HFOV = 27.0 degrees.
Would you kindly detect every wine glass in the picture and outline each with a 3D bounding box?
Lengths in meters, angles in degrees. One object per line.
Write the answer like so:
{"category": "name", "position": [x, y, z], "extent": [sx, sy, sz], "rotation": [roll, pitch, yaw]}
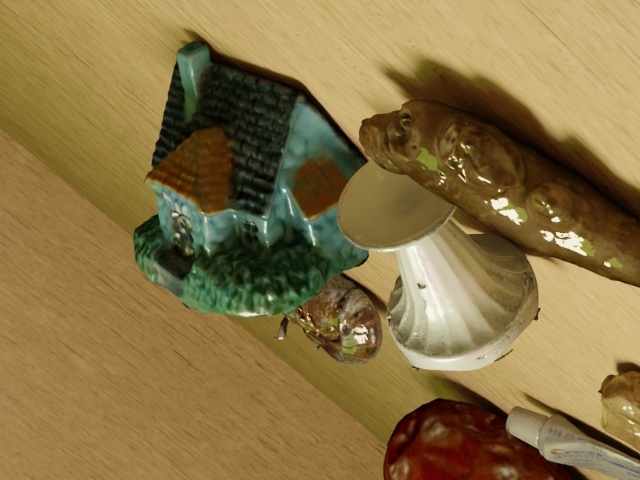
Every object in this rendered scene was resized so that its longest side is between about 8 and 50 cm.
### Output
{"category": "wine glass", "position": [0.109, 0.016, 1.308], "extent": [0.165, 0.165, 0.196], "rotation": [26, 160, 45]}

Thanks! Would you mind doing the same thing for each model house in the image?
{"category": "model house", "position": [-0.090, -0.081, 1.465], "extent": [0.261, 0.226, 0.241], "rotation": [23, 133, 46]}

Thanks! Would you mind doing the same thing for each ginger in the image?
{"category": "ginger", "position": [0.169, -0.039, 1.105], "extent": [0.333, 0.080, 0.166], "rotation": [26, -179, 19]}
{"category": "ginger", "position": [0.396, 0.217, 1.457], "extent": [0.213, 0.074, 0.137], "rotation": [23, 163, 32]}

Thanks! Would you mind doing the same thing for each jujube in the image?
{"category": "jujube", "position": [0.284, 0.430, 2.239], "extent": [0.377, 0.276, 0.276], "rotation": [28, 173, -20]}

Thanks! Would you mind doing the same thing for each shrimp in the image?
{"category": "shrimp", "position": [-0.027, 0.091, 2.147], "extent": [0.343, 0.116, 0.145], "rotation": [33, 145, 37]}

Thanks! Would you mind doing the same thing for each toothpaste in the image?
{"category": "toothpaste", "position": [0.390, 0.305, 1.880], "extent": [0.282, 0.068, 0.099], "rotation": [23, -169, 31]}
